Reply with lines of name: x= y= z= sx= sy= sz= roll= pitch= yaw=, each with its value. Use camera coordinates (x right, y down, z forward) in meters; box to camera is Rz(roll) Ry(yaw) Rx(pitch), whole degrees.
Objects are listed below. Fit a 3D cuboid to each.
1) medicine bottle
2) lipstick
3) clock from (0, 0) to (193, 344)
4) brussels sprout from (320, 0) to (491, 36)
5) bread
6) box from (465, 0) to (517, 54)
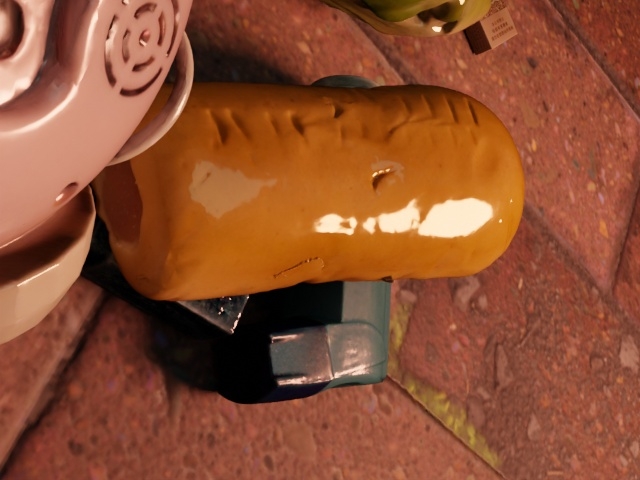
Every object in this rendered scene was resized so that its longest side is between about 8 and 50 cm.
medicine bottle: x=0.000 y=0.000 z=0.714 sx=0.124 sy=0.079 sz=0.258 roll=18 pitch=68 yaw=-33
lipstick: x=-0.175 y=-0.032 z=0.584 sx=0.312 sy=0.051 sz=0.051 roll=35 pitch=63 yaw=-30
clock: x=-0.162 y=-0.128 z=0.394 sx=0.342 sy=0.184 sz=0.326 roll=-59 pitch=162 yaw=-7
brussels sprout: x=0.040 y=-0.279 z=0.739 sx=0.271 sy=0.210 sz=0.219 roll=54 pitch=53 yaw=-40
bread: x=0.008 y=-0.038 z=0.627 sx=0.305 sy=0.091 sz=0.142 roll=-5 pitch=74 yaw=-34
box: x=0.157 y=-0.230 z=0.946 sx=0.053 sy=0.024 sz=0.083 roll=-37 pitch=107 yaw=-41
